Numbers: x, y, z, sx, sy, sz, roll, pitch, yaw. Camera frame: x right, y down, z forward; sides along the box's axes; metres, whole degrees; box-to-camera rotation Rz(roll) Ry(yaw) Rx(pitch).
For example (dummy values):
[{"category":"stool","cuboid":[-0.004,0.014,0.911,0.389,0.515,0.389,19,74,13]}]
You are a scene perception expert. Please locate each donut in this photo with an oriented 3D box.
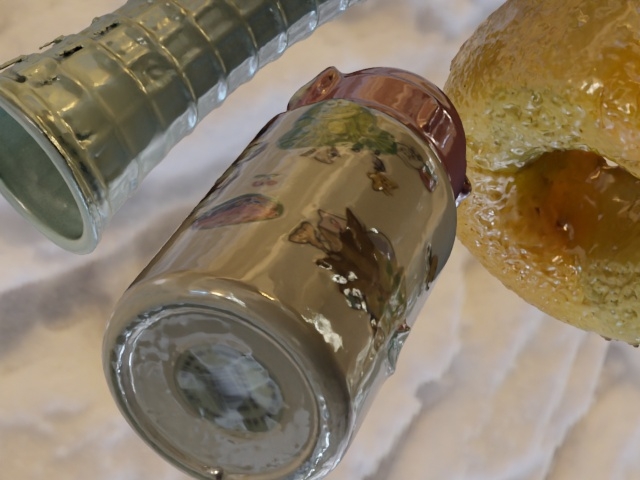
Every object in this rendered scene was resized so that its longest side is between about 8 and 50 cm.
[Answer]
[{"category":"donut","cuboid":[0.197,-0.040,1.010,0.110,0.303,0.303,-54,135,-27]}]

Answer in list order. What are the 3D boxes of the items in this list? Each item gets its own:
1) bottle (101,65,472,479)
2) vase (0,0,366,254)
[{"category":"bottle","cuboid":[0.000,0.000,0.718,0.253,0.120,0.120,-58,142,-52]},{"category":"vase","cuboid":[-0.094,-0.136,1.022,0.299,0.143,0.143,-42,130,-25]}]
